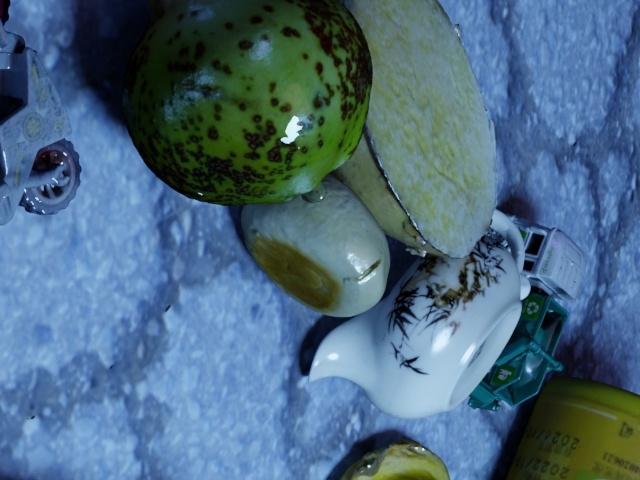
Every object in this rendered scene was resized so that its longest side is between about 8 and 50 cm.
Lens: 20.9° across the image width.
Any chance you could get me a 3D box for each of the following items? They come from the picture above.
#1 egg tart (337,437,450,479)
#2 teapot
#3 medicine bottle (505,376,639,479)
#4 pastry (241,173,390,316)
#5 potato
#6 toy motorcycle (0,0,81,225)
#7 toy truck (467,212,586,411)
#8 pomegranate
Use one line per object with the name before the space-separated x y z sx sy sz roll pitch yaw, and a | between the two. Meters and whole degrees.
egg tart | 0.086 0.357 1.857 0.288 0.118 0.288 -10 104 -48
teapot | 0.123 0.073 1.806 0.300 0.166 0.208 -54 155 -40
medicine bottle | 0.300 0.372 2.036 0.224 0.224 0.384 40 70 -49
pastry | 0.000 0.000 1.611 0.092 0.156 0.156 -51 136 -18
potato | 0.066 -0.123 1.692 0.239 0.116 0.299 -50 123 -44
toy motorcycle | -0.259 -0.101 1.323 0.122 0.080 0.215 -44 126 -38
toy truck | 0.222 0.085 1.939 0.110 0.116 0.216 39 70 -49
pomegranate | -0.065 -0.165 1.444 0.204 0.222 0.277 0 82 -35
